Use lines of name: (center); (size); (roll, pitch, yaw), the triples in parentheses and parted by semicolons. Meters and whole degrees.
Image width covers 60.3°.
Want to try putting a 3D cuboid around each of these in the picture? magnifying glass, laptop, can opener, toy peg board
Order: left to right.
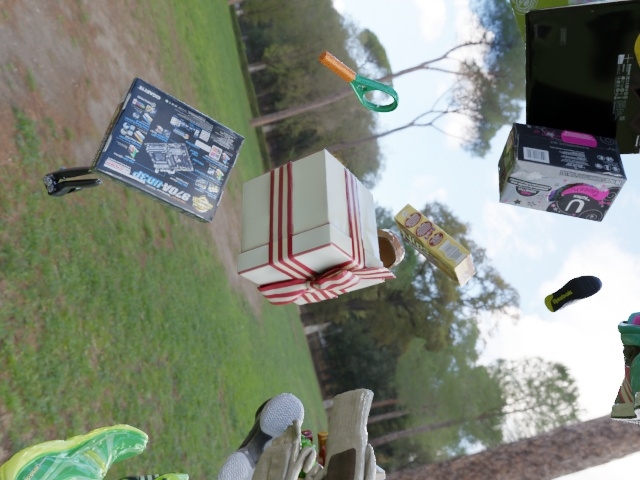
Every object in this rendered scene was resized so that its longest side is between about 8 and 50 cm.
can opener: (-0.524, -0.131, 1.166); (0.073, 0.186, 0.059); (-30, 108, -49)
toy peg board: (0.011, 0.399, 1.033); (0.161, 0.161, 0.079); (173, -87, -68)
magnifying glass: (0.090, -0.362, 1.268); (0.092, 0.231, 0.026); (-10, -118, 50)
laptop: (0.706, -0.423, 1.302); (0.236, 0.408, 0.382); (-67, 149, -42)

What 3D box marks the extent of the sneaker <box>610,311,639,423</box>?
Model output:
sneaker: (0.558, 0.215, 0.931); (0.295, 0.124, 0.178); (55, 45, -62)

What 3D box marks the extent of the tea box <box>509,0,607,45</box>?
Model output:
tea box: (0.667, -0.680, 1.514); (0.329, 0.220, 0.323); (-36, 105, -52)

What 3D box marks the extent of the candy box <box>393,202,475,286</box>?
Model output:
candy box: (0.249, 0.009, 1.206); (0.187, 0.053, 0.109); (43, -6, 32)

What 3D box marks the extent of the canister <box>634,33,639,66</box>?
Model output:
canister: (0.603, -0.287, 0.872); (0.073, 0.170, 0.126); (108, -20, -63)

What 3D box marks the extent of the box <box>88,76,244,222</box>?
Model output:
box: (-0.262, -0.152, 0.969); (0.051, 0.220, 0.175); (-1, -113, 56)

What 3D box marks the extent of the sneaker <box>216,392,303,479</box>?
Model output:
sneaker: (-0.129, 0.446, 1.187); (0.101, 0.268, 0.153); (35, -9, 1)

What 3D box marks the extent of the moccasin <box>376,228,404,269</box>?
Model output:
moccasin: (0.098, 0.041, 1.689); (0.380, 0.147, 0.139); (0, -75, 49)

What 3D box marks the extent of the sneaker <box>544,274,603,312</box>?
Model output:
sneaker: (0.578, 0.115, 1.250); (0.144, 0.059, 0.053); (-42, -118, 50)

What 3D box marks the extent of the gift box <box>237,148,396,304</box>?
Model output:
gift box: (0.000, 0.000, 1.182); (0.276, 0.255, 0.258); (31, 48, -45)

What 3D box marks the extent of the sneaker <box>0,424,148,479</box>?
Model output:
sneaker: (-0.459, 0.438, 1.056); (0.295, 0.109, 0.123); (6, 53, -57)

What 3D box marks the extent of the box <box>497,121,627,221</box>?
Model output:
box: (0.565, -0.162, 1.319); (0.142, 0.247, 0.163); (94, 9, -47)

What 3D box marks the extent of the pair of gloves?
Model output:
pair of gloves: (-0.013, 0.336, 0.794); (0.042, 0.240, 0.204); (41, 33, -24)

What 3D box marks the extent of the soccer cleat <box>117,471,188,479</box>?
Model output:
soccer cleat: (-0.360, 0.521, 1.159); (0.072, 0.179, 0.060); (27, 51, -64)
